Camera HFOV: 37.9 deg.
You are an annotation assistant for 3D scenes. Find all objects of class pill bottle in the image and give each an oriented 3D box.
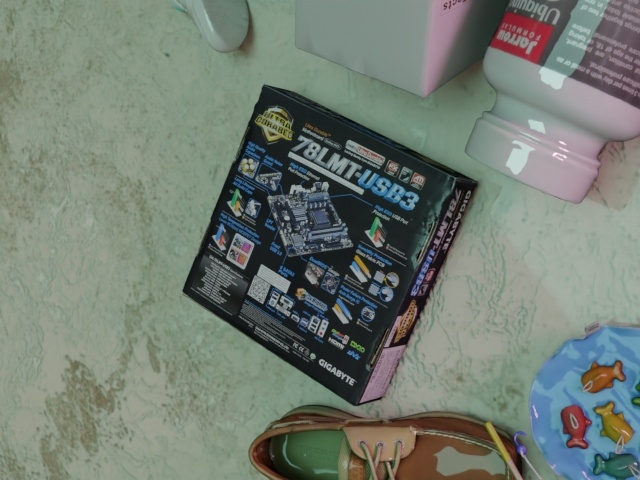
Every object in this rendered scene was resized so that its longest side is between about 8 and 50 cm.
[{"bbox_3d":[0.267,-0.205,0.909,0.176,0.176,0.319,30,104,28],"label":"pill bottle"}]

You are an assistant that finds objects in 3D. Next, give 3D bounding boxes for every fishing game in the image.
[{"bbox_3d":[0.302,0.175,0.932,0.264,0.041,0.189,-28,74,13],"label":"fishing game"}]

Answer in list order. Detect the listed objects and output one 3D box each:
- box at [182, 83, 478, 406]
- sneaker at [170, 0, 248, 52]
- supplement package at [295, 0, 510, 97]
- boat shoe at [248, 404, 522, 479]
[{"bbox_3d":[0.000,0.000,1.127,0.295,0.073,0.293,29,103,28],"label":"box"},{"bbox_3d":[-0.164,-0.325,1.238,0.094,0.080,0.212,-37,64,38],"label":"sneaker"},{"bbox_3d":[0.094,-0.329,0.948,0.177,0.175,0.293,28,134,28],"label":"supplement package"},{"bbox_3d":[0.062,0.258,1.057,0.324,0.120,0.123,-4,88,31],"label":"boat shoe"}]
